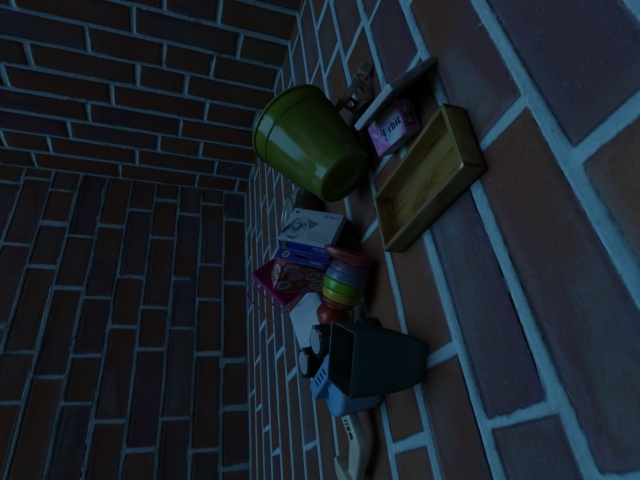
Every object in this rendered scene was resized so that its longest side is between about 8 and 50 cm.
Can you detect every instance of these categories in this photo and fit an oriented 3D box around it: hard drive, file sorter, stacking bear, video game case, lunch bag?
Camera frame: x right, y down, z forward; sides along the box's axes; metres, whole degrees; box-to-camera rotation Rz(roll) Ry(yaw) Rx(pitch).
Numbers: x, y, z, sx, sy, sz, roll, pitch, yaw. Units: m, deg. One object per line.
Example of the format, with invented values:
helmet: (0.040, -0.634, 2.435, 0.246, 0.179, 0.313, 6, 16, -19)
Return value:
hard drive: (-0.034, 0.375, 1.876, 0.203, 0.040, 0.307, -51, 36, 20)
file sorter: (-0.168, 0.200, 1.949, 0.202, 0.291, 0.182, 42, 135, 13)
stacking bear: (0.071, 0.180, 1.496, 0.164, 0.175, 0.289, 22, 96, 36)
video game case: (0.222, -0.440, 1.280, 0.026, 0.206, 0.227, 51, 155, 0)
lunch bag: (-0.052, 0.135, 1.738, 0.258, 0.293, 0.120, 116, 148, -45)

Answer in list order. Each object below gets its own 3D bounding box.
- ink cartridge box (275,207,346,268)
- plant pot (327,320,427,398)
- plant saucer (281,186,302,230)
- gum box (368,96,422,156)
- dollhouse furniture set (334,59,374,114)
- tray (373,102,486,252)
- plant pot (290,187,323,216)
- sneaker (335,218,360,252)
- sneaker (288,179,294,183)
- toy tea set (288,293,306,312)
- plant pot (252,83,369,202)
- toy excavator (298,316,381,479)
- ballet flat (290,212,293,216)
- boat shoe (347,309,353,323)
ink cartridge box: (-0.043, -0.016, 1.598, 0.224, 0.223, 0.045, -65, -29, -28)
plant pot: (0.160, 0.320, 1.159, 0.166, 0.234, 0.165, -178, 93, -70)
plant saucer: (-0.147, -0.126, 2.372, 0.400, 0.100, 0.400, -174, 90, -72)
gum box: (0.233, -0.355, 1.337, 0.188, 0.062, 0.107, -36, 73, 65)
dollhouse furniture set: (0.149, -0.592, 1.700, 0.161, 0.101, 0.182, -65, 12, -18)
tray: (0.281, -0.152, 1.182, 0.411, 0.076, 0.203, 122, 147, -54)
plant pot: (-0.058, -0.161, 2.057, 0.167, 0.167, 0.165, 121, 156, -52)
sneaker: (0.069, -0.024, 1.679, 0.227, 0.130, 0.087, -107, 31, -52)
sneaker: (-0.108, -0.380, 2.306, 0.295, 0.124, 0.178, 117, 161, -45)
toy tea set: (-0.102, 0.267, 2.180, 0.200, 0.124, 0.336, 71, -175, -55)
plant pot: (-0.009, -0.341, 1.621, 0.353, 0.366, 0.366, 47, 137, 26)
toy excavator: (0.090, 0.540, 1.392, 0.433, 0.222, 0.445, 112, 147, -43)
ballet flat: (-0.088, -0.034, 2.003, 0.348, 0.123, 0.123, 87, 179, -64)
boat shoe: (0.047, 0.401, 1.664, 0.113, 0.103, 0.302, -149, 65, -69)
